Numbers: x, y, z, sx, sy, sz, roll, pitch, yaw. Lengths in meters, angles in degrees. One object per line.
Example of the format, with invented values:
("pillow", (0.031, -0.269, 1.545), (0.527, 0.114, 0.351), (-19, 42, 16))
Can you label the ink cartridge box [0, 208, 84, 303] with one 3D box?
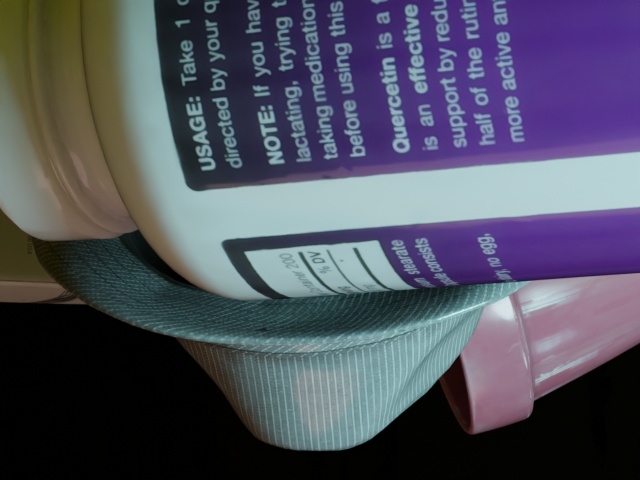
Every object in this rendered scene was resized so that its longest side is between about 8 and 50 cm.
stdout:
("ink cartridge box", (-0.143, -0.037, 0.871), (0.191, 0.139, 0.082), (4, 168, -35))

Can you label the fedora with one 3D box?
("fedora", (0.000, 0.000, 0.742), (0.244, 0.275, 0.124), (-4, 128, 3))

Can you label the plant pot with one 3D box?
("plant pot", (0.174, 0.039, 1.314), (0.180, 0.201, 0.201), (-16, 172, -5))

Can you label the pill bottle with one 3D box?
("pill bottle", (0.046, -0.074, 0.562), (0.323, 0.181, 0.181), (-4, 171, 18))
